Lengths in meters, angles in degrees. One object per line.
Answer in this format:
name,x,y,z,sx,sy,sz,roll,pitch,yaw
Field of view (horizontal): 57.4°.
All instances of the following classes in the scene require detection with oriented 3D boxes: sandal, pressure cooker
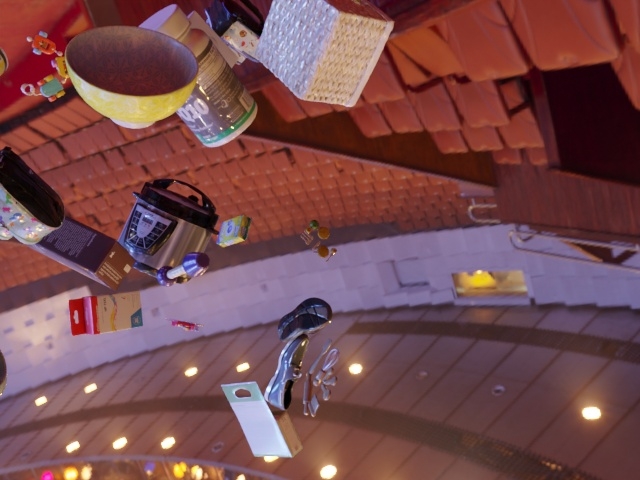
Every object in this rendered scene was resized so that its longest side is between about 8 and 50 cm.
sandal,-0.048,0.287,2.087,0.086,0.120,0.303,17,150,-30
pressure cooker,-0.671,-0.061,2.593,0.370,0.420,0.375,26,-179,-33

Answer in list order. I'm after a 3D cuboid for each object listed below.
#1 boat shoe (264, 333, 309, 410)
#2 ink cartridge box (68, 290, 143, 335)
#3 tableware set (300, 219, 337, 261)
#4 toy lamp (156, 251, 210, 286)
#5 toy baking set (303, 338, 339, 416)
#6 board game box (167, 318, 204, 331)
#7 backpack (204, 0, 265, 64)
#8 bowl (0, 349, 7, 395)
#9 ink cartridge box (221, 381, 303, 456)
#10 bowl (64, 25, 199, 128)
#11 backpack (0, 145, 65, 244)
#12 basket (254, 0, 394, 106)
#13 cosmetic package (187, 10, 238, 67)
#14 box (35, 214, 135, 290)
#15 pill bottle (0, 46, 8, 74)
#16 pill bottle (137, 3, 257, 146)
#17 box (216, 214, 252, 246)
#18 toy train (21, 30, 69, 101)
boat shoe,-0.104,0.491,2.185,0.099,0.319,0.116,33,-164,32
ink cartridge box,-0.753,0.256,2.056,0.231,0.134,0.078,-6,179,-44
tableware set,0.000,0.000,2.215,0.104,0.154,0.024,-48,-170,-19
toy lamp,-0.427,0.090,1.831,0.080,0.080,0.275,-28,-176,-38
toy baking set,0.005,0.469,1.984,0.197,0.030,0.256,-46,-153,34
board game box,-0.577,0.360,2.463,0.169,0.033,0.133,9,167,1
backpack,-0.317,-0.812,2.279,0.264,0.276,0.213,19,128,-38
bowl,-0.925,0.336,1.473,0.163,0.311,0.311,-29,-167,6
ink cartridge box,-0.165,0.490,1.628,0.171,0.235,0.056,-19,-174,44
bowl,-0.436,-0.357,1.360,0.290,0.156,0.289,10,-135,-11
backpack,-0.881,-0.112,1.702,0.191,0.253,0.225,-36,-143,11
basket,-0.002,-0.662,1.938,0.267,0.331,0.328,-11,-132,-44
cosmetic package,-0.447,-0.630,2.050,0.138,0.224,0.224,-16,-141,43
box,-0.850,0.013,1.994,0.382,0.191,0.143,22,-110,12
pill bottle,-1.001,-0.482,1.665,0.119,0.119,0.208,-12,-141,22
pill bottle,-0.356,-0.458,1.645,0.204,0.361,0.204,-23,-142,20
box,-0.347,-0.040,2.370,0.179,0.043,0.105,-14,-125,44
toy train,-0.717,-0.450,1.527,0.125,0.166,0.046,15,-178,-37
